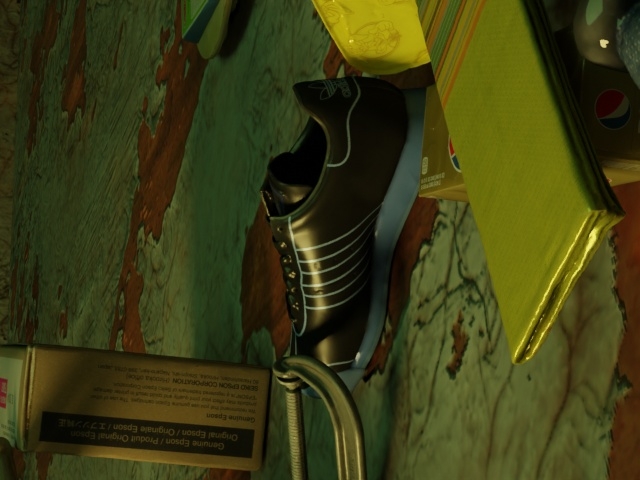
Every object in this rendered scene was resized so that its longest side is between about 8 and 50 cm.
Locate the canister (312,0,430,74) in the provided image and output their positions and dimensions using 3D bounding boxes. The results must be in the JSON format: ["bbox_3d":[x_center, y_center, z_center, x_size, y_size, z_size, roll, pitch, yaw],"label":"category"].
[{"bbox_3d":[0.026,-0.203,0.959,0.126,0.073,0.170,57,-160,-47],"label":"canister"}]

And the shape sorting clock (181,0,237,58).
[{"bbox_3d":[-0.098,-0.274,1.473,0.206,0.040,0.206,-178,90,-71],"label":"shape sorting clock"}]

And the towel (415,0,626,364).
[{"bbox_3d":[0.082,-0.068,0.702,0.102,0.021,0.237,107,159,-47],"label":"towel"}]

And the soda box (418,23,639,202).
[{"bbox_3d":[0.107,-0.056,0.743,0.181,0.058,0.061,168,108,-71],"label":"soda box"}]

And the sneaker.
[{"bbox_3d":[0.000,0.000,1.001,0.081,0.090,0.232,-116,37,-58],"label":"sneaker"}]

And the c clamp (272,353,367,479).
[{"bbox_3d":[-0.007,0.138,1.015,0.137,0.022,0.160,42,140,50],"label":"c clamp"}]

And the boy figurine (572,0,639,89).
[{"bbox_3d":[0.172,-0.047,0.491,0.285,0.092,0.177,-116,37,-57],"label":"boy figurine"}]

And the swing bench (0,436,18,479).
[{"bbox_3d":[-0.224,0.319,1.115,0.254,0.165,0.253,64,171,-20],"label":"swing bench"}]

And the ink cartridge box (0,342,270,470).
[{"bbox_3d":[-0.167,0.136,1.306,0.235,0.193,0.088,170,105,-72],"label":"ink cartridge box"}]
